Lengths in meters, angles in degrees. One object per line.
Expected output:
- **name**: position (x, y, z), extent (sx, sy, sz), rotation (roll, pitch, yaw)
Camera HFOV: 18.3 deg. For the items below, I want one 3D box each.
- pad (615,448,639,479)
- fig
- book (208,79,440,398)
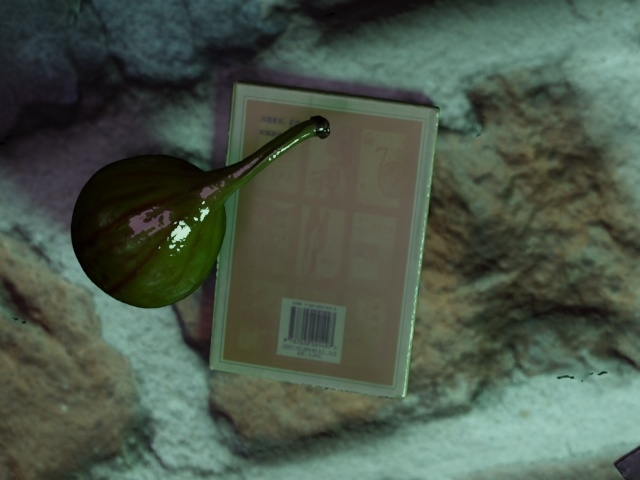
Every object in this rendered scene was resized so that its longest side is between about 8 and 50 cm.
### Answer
- **pad**: position (0.346, 0.176, 1.560), extent (0.190, 0.004, 0.127), rotation (-36, 90, 17)
- **fig**: position (-0.091, -0.031, 1.548), extent (0.236, 0.124, 0.124), rotation (-27, 93, 28)
- **book**: position (0.000, 0.000, 1.599), extent (0.170, 0.018, 0.241), rotation (9, 102, 10)
